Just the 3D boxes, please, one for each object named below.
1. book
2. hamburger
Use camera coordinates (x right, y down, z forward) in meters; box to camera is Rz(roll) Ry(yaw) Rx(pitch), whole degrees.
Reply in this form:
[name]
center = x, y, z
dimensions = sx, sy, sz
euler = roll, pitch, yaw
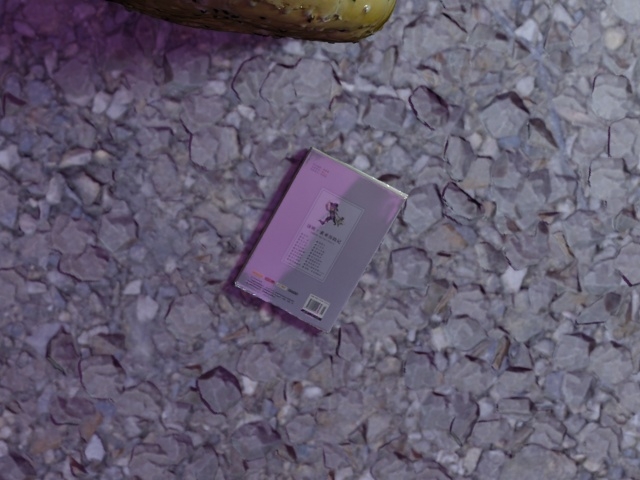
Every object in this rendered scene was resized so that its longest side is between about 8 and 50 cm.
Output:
[book]
center = 0.000, 0.000, 1.796
dimensions = 0.127, 0.014, 0.181
euler = 27, 99, -14
[hamburger]
center = -0.071, -0.303, 1.581
dimensions = 0.318, 0.277, 0.195
euler = 8, 95, -5
